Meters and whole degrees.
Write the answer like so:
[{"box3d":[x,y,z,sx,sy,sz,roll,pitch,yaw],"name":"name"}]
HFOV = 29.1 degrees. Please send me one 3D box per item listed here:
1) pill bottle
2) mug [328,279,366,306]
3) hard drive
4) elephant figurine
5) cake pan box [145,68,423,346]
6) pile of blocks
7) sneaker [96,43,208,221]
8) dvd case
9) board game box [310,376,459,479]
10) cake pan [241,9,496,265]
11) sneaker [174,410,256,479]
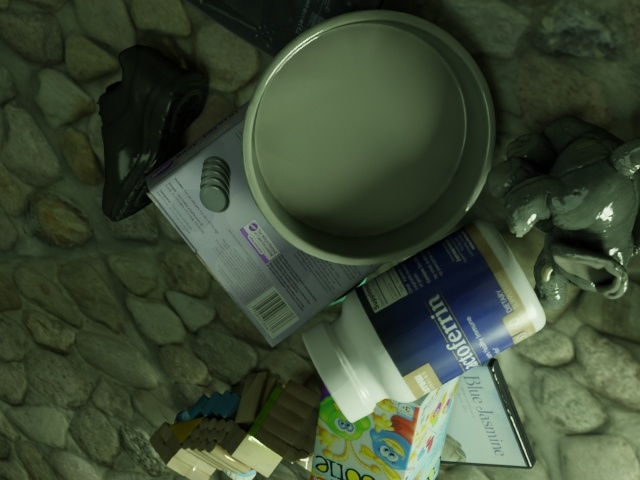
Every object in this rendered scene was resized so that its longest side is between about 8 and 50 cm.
[{"box3d":[0.120,0.100,1.470,0.264,0.153,0.153,-30,106,3],"name":"pill bottle"},{"box3d":[0.004,0.008,1.597,0.129,0.097,0.158,-132,30,-51],"name":"mug"},{"box3d":[-0.046,-0.300,1.442,0.254,0.054,0.172,32,136,10],"name":"hard drive"},{"box3d":[0.302,-0.010,1.367,0.169,0.186,0.239,-32,119,3],"name":"elephant figurine"},{"box3d":[-0.034,-0.039,1.466,0.245,0.070,0.267,-37,110,3],"name":"cake pan box"},{"box3d":[-0.104,0.299,1.911,0.362,0.149,0.112,-13,140,41],"name":"pile of blocks"},{"box3d":[-0.251,-0.148,1.690,0.130,0.109,0.286,39,128,13],"name":"sneaker"},{"box3d":[0.164,0.242,1.734,0.253,0.022,0.180,-4,119,38],"name":"dvd case"},{"box3d":[0.087,0.243,1.669,0.142,0.144,0.275,24,133,20],"name":"board game box"},{"box3d":[0.052,-0.117,1.394,0.293,0.293,0.054,65,177,-22],"name":"cake pan"},{"box3d":[-0.164,0.323,2.024,0.162,0.063,0.073,31,117,8],"name":"sneaker"}]
